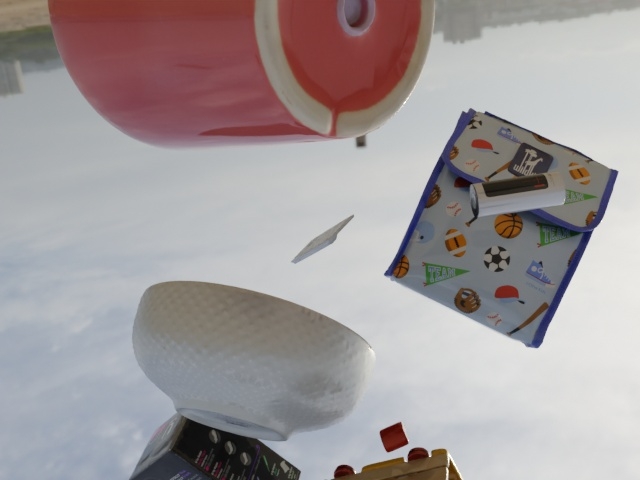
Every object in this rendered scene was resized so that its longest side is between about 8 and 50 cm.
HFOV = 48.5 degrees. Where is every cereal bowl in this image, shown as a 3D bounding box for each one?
[{"bbox_3d":[-0.102,0.185,0.977,0.338,0.339,0.141,2,-117,25],"label":"cereal bowl"}]

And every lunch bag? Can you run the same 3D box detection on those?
[{"bbox_3d":[0.349,-0.031,1.380,0.327,0.386,0.239,27,178,11],"label":"lunch bag"}]

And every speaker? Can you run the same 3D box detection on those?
[{"bbox_3d":[0.302,-0.070,1.091,0.136,0.055,0.055,-8,-162,0],"label":"speaker"}]

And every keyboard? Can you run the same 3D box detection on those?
[{"bbox_3d":[0.000,0.000,1.405,0.072,0.014,0.256,-52,-172,-20],"label":"keyboard"}]

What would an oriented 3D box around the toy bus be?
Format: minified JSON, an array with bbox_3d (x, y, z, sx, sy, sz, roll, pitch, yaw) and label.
[{"bbox_3d":[0.078,0.323,0.827,0.191,0.104,0.202,-37,-159,-20],"label":"toy bus"}]

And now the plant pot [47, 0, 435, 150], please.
[{"bbox_3d":[-0.054,-0.198,0.614,0.275,0.275,0.243,-22,-154,-39],"label":"plant pot"}]

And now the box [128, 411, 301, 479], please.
[{"bbox_3d":[-0.198,0.454,1.363,0.165,0.270,0.143,-41,-164,32],"label":"box"}]
